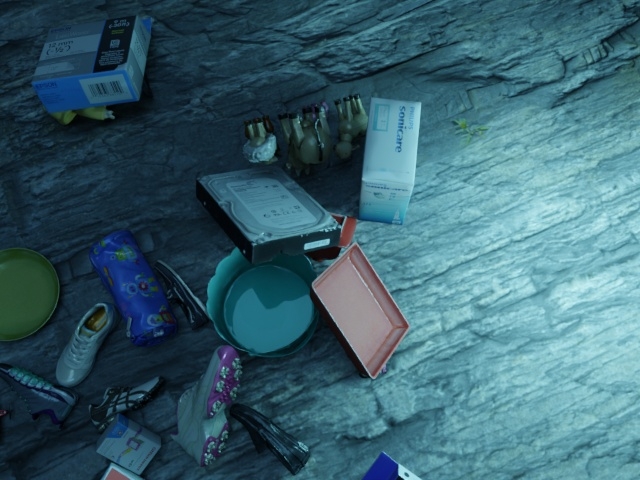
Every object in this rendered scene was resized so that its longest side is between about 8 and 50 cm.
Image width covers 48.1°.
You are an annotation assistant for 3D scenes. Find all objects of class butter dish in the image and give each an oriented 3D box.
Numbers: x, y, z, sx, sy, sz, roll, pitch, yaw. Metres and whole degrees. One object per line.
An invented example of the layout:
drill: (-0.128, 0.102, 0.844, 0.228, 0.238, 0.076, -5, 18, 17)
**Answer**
butter dish: (0.000, 0.000, 1.823, 0.160, 0.118, 0.160, 13, 32, 4)

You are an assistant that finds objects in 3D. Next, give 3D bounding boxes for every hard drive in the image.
hard drive: (-0.133, -0.075, 1.743, 0.237, 0.064, 0.339, -12, 35, -27)

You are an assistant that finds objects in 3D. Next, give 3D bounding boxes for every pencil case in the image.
pencil case: (-0.468, 0.123, 1.780, 0.133, 0.119, 0.306, -14, 67, -47)

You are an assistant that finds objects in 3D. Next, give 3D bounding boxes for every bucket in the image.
bucket: (-0.130, 0.150, 1.740, 0.281, 0.183, 0.281, 0, 74, 1)

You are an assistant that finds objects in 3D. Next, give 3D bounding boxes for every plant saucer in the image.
plant saucer: (0.087, 0.164, 1.690, 0.048, 0.258, 0.259, -28, 97, 34)
plant saucer: (-0.779, 0.139, 1.825, 0.241, 0.037, 0.240, 0, 73, 0)

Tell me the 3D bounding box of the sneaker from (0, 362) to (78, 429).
sneaker: (-0.706, 0.374, 1.733, 0.224, 0.083, 0.098, 22, 80, 6)

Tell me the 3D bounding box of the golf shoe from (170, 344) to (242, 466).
golf shoe: (-0.274, 0.371, 1.663, 0.140, 0.115, 0.306, 22, 106, 25)

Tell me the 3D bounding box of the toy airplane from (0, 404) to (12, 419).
toy airplane: (-0.822, 0.435, 1.742, 0.151, 0.028, 0.151, 0, 72, 1)

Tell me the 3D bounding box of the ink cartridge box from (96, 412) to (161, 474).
ink cartridge box: (-0.448, 0.477, 1.680, 0.122, 0.052, 0.088, 36, 91, -20)

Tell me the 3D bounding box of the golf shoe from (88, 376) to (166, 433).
golf shoe: (-0.470, 0.377, 1.731, 0.198, 0.077, 0.094, -36, 76, -11)

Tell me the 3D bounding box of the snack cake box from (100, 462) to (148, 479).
snack cake box: (-0.481, 0.665, 1.639, 0.152, 0.089, 0.264, 29, 76, 11)

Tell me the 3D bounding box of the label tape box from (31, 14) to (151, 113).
label tape box: (-0.596, -0.505, 1.907, 0.249, 0.115, 0.347, -7, 53, 5)

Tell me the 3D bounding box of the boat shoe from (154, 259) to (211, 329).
boat shoe: (-0.359, 0.136, 1.803, 0.065, 0.075, 0.206, -41, 82, -14)

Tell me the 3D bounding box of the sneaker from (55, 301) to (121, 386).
sneaker: (-0.582, 0.251, 1.761, 0.087, 0.092, 0.228, 26, 77, 6)

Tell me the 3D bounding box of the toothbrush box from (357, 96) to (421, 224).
toothbrush box: (0.167, -0.188, 1.778, 0.126, 0.295, 0.216, 7, 74, 2)

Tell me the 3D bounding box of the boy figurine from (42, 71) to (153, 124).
boy figurine: (-0.605, -0.388, 1.948, 0.285, 0.092, 0.177, -23, 62, -5)

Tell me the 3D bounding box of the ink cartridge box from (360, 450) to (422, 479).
ink cartridge box: (0.167, 0.618, 1.621, 0.208, 0.045, 0.206, 35, 109, 11)

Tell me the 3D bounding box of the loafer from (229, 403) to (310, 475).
loafer: (-0.129, 0.468, 1.699, 0.223, 0.076, 0.078, 34, 68, 6)

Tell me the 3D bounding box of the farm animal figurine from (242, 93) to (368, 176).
farm animal figurine: (-0.023, -0.253, 1.828, 0.331, 0.327, 0.172, -13, 102, 1)

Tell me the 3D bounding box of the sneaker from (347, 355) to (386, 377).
sneaker: (0.096, 0.256, 1.764, 0.077, 0.072, 0.178, -23, 74, -5)
